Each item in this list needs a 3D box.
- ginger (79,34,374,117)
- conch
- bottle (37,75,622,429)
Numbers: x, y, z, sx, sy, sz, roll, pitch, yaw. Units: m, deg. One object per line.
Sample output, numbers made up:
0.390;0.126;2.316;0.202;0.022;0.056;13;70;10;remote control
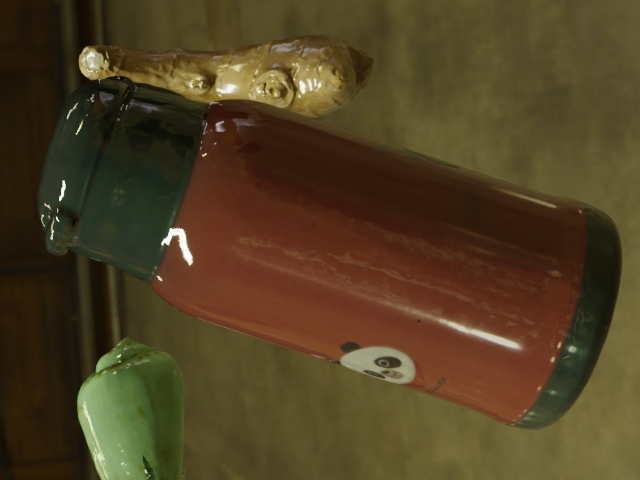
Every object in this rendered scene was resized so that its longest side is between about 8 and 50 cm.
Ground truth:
-0.093;-0.165;1.599;0.131;0.294;0.086;-111;22;-73;ginger
-0.156;0.162;1.311;0.105;0.079;0.170;-36;54;43;conch
0.000;0.000;0.948;0.144;0.336;0.144;-162;90;-80;bottle
